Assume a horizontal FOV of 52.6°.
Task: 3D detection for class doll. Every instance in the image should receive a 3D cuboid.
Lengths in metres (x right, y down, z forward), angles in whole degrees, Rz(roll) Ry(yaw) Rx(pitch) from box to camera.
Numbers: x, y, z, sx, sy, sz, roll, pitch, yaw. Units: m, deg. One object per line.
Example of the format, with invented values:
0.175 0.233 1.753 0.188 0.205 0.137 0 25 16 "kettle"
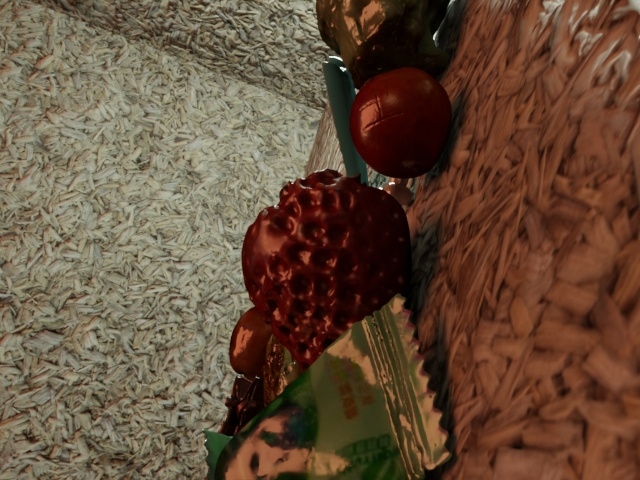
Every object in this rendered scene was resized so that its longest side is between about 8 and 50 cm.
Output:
0.134 -0.071 1.288 0.160 0.059 0.161 147 143 -77 "doll"

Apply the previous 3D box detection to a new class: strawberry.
0.011 0.087 1.049 0.317 0.295 0.345 -30 55 42 "strawberry"

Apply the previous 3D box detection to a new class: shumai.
0.155 -0.481 1.397 0.397 0.324 0.324 110 160 -52 "shumai"

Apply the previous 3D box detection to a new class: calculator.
0.072 -0.250 1.583 0.256 0.054 0.387 -73 -26 -70 "calculator"

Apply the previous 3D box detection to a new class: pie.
-0.055 0.304 1.243 0.288 0.102 0.355 -115 26 -72 "pie"

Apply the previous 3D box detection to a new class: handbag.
-0.161 0.469 1.523 0.275 0.084 0.260 58 -135 -59 "handbag"

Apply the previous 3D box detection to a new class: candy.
0.001 0.275 0.852 0.398 0.172 0.263 -48 43 25 "candy"

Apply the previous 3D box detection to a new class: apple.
-0.155 0.297 1.843 0.234 0.233 0.234 -161 90 -82 "apple"

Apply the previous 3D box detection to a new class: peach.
0.142 -0.199 1.142 0.197 0.197 0.197 -161 90 -82 "peach"
